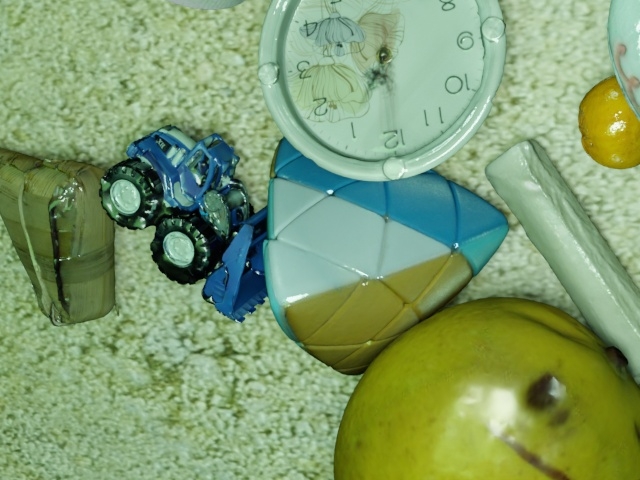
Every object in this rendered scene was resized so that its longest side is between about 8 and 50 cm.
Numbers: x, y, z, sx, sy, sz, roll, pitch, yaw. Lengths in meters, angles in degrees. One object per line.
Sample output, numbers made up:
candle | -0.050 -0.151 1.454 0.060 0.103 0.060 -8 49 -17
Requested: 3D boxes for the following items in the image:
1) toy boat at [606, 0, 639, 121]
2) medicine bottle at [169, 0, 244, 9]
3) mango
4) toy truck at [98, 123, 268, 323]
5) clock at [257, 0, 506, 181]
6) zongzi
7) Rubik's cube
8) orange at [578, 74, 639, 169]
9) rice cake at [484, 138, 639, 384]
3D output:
toy boat | 0.318 -0.144 1.047 0.134 0.079 0.208 -32 96 -5
medicine bottle | -0.066 -0.368 1.081 0.241 0.241 0.302 46 130 3
mango | 0.149 0.259 1.222 0.301 0.220 0.445 16 118 -1
toy truck | -0.110 -0.028 1.306 0.208 0.113 0.126 46 120 2
clock | 0.059 -0.172 1.183 0.236 0.053 0.237 0 91 17
zongzi | -0.313 -0.010 1.423 0.197 0.099 0.195 15 115 31
Rubik's cube | 0.000 0.000 1.206 0.254 0.254 0.254 9 112 22
orange | 0.261 -0.103 1.117 0.070 0.083 0.083 -11 104 15
rice cake | 0.244 0.021 1.189 0.057 0.052 0.256 -33 92 34
